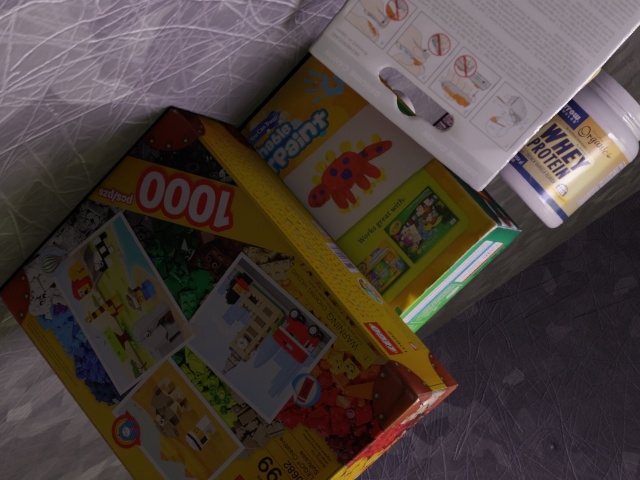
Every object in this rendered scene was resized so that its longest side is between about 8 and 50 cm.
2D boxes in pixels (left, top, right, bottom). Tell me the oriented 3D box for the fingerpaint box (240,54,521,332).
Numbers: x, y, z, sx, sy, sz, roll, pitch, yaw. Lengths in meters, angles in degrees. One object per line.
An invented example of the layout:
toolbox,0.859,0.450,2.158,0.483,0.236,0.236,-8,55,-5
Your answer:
fingerpaint box,0.000,0.000,1.734,0.445,0.371,0.163,-46,162,15

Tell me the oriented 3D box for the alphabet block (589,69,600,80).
alphabet block,0.292,-0.282,1.848,0.192,0.193,0.197,-44,-172,7

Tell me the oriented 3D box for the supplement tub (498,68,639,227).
supplement tub,0.551,-0.208,2.606,0.316,0.228,0.228,-43,162,8

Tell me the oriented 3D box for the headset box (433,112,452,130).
headset box,0.251,-0.220,2.281,0.083,0.032,0.062,-42,163,3

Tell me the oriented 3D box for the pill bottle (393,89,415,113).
pill bottle,0.076,-0.183,1.921,0.152,0.086,0.086,-33,161,-23

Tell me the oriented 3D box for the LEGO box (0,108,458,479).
LEGO box,-0.129,0.134,1.584,0.372,0.500,0.193,-45,163,13

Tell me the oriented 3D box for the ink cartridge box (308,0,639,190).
ink cartridge box,0.221,-0.302,1.534,0.385,0.308,0.091,-49,-174,22
